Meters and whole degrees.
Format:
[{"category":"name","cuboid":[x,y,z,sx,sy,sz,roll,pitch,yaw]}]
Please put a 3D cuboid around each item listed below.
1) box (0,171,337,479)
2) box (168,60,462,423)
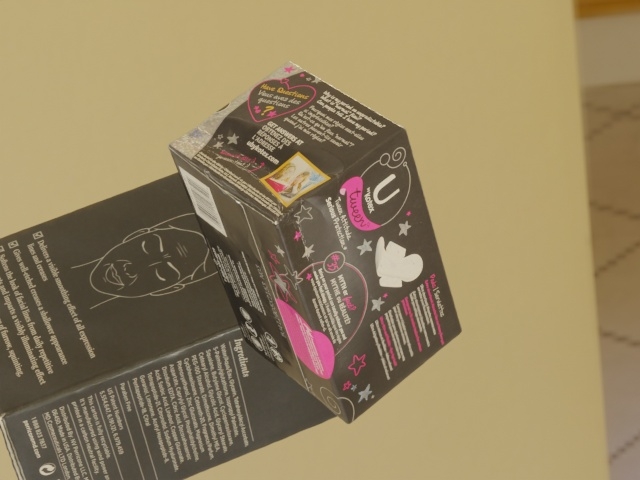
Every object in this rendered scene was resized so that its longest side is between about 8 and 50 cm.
[{"category":"box","cuboid":[-0.207,0.112,2.077,0.395,0.212,0.293,-21,43,-11]},{"category":"box","cuboid":[0.000,0.000,1.493,0.142,0.247,0.163,-36,44,-19]}]
